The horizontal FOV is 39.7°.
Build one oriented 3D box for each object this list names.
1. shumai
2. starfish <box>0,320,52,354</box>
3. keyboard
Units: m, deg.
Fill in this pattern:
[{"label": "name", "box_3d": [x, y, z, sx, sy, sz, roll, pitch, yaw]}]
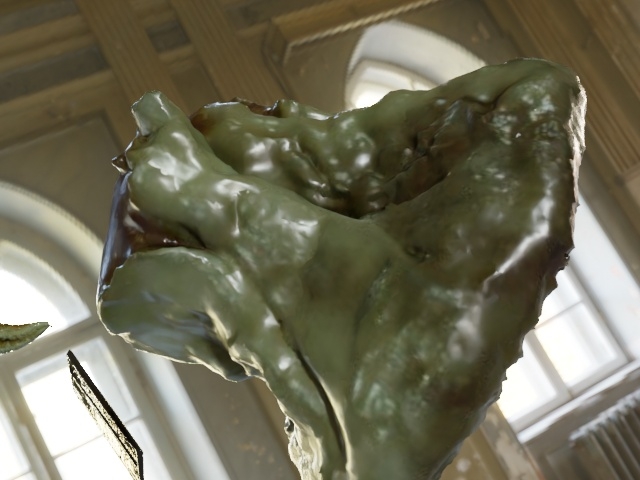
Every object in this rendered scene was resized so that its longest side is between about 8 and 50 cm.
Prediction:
[{"label": "shumai", "box_3d": [0.000, 0.000, 0.698, 0.324, 0.323, 0.398, 95, -160, -76]}, {"label": "starfish", "box_3d": [-0.444, 0.090, 0.911, 0.347, 0.358, 0.078, 6, -2, 2]}, {"label": "keyboard", "box_3d": [-0.238, 0.195, 0.976, 0.010, 0.198, 0.064, -18, -54, -30]}]
